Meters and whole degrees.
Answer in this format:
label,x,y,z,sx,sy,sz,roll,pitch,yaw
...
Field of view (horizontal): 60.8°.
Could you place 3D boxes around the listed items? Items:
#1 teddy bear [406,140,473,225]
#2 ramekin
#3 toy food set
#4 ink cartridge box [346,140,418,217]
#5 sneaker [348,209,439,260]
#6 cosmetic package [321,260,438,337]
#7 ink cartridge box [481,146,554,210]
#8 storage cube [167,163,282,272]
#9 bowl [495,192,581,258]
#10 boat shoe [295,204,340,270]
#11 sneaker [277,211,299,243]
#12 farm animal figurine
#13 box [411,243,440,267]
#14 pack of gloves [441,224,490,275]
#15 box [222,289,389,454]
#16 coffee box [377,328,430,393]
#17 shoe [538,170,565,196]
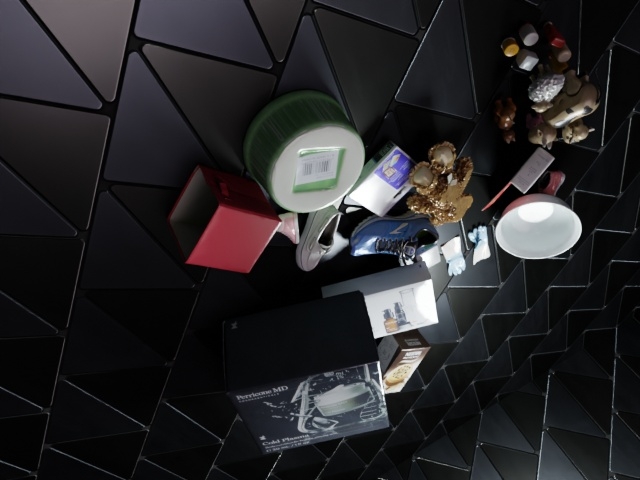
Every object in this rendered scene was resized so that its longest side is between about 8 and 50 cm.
label,x,y,z,sx,sy,sz,roll,pitch,yaw
teddy bear,0.371,-0.177,1.715,0.338,0.113,0.245,18,103,-52
ramekin,-0.034,-0.218,1.411,0.303,0.148,0.303,-17,136,-17
toy food set,0.623,-0.559,1.561,0.232,0.104,0.111,11,138,-17
ink cartridge box,0.197,-0.182,1.662,0.206,0.045,0.208,-46,143,14
sneaker,0.245,-0.008,1.785,0.330,0.147,0.129,-15,135,-19
cosmetic package,0.219,0.233,1.964,0.377,0.097,0.284,-15,136,6
ink cartridge box,0.669,-0.192,1.828,0.261,0.066,0.296,-53,167,21
storage cube,-0.251,-0.051,1.410,0.193,0.183,0.215,13,121,-41
bowl,0.803,-0.077,2.035,0.298,0.134,0.298,7,138,6
boat shoe,0.000,0.000,1.674,0.096,0.088,0.267,-16,136,-44
sneaker,-0.099,-0.036,1.623,0.070,0.051,0.134,-7,145,-2
farm animal figurine,0.707,-0.366,1.627,0.330,0.172,0.327,-3,160,-18
box,0.357,0.034,1.927,0.087,0.101,0.102,-29,138,-3
pack of gloves,0.580,0.051,2.126,0.195,0.046,0.232,-32,138,-3
box,-0.038,0.461,1.869,0.480,0.297,0.471,-13,135,1
coffee box,0.319,0.522,2.353,0.168,0.119,0.297,3,128,-33
shoe,0.845,-0.184,2.057,0.081,0.063,0.178,0,124,-30
